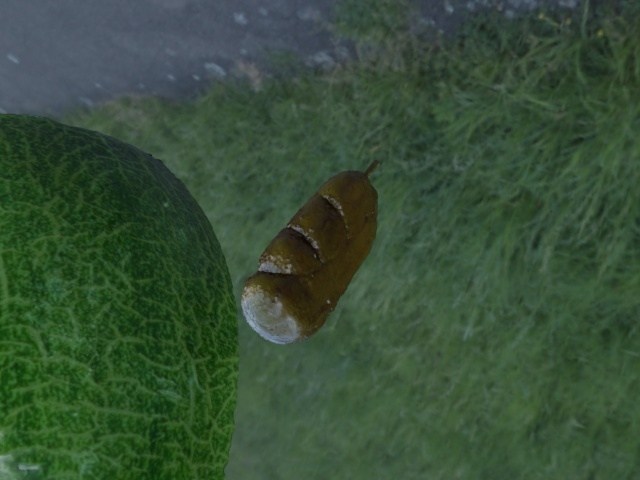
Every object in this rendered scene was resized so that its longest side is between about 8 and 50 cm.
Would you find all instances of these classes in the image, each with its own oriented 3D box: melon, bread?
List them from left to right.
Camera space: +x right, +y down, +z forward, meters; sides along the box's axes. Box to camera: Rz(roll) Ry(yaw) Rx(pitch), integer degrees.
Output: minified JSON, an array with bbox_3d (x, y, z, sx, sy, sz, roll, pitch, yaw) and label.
[{"bbox_3d":[-0.136,0.069,0.439,0.196,0.323,0.124,8,133,-35],"label":"melon"},{"bbox_3d":[0.002,0.000,1.032,0.084,0.344,0.124,0,130,34],"label":"bread"}]
